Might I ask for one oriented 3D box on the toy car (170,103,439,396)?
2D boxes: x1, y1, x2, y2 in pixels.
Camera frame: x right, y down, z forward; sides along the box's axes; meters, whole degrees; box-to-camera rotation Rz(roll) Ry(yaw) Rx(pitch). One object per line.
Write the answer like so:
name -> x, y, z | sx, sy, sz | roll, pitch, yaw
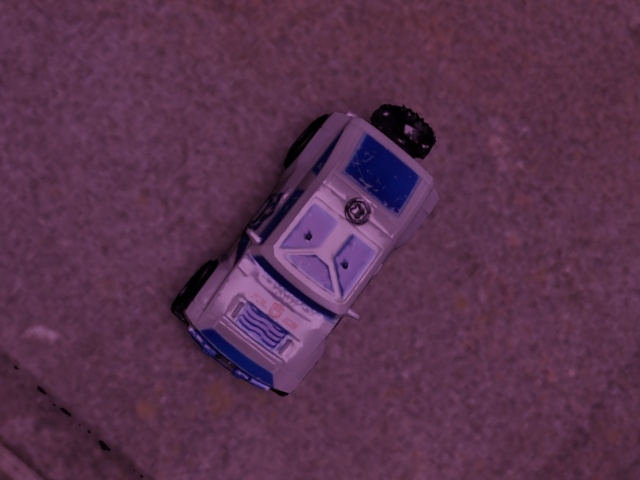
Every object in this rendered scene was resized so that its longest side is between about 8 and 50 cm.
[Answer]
toy car -> 0.000, 0.000, 0.902 | 0.080, 0.070, 0.170 | 39, 81, -11
